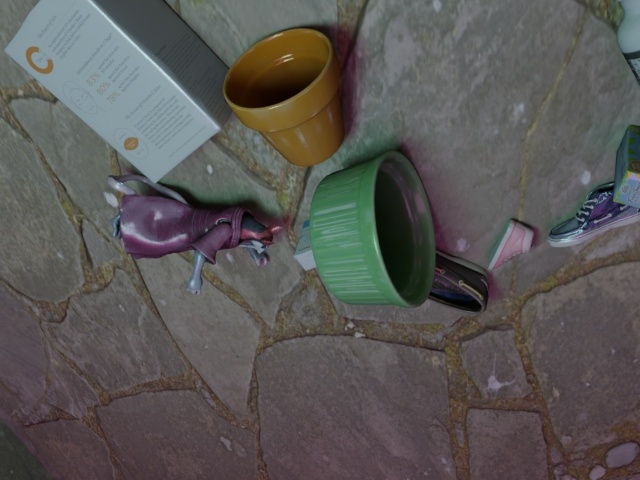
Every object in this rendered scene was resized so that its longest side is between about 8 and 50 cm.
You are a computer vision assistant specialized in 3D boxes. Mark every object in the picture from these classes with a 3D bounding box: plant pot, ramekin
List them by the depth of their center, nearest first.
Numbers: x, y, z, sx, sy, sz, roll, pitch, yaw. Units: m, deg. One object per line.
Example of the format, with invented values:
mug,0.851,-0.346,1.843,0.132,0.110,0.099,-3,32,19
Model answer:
plant pot,-0.044,-0.243,1.041,0.205,0.205,0.188,-8,143,20
ramekin,0.105,-0.013,1.127,0.148,0.303,0.303,-9,127,30

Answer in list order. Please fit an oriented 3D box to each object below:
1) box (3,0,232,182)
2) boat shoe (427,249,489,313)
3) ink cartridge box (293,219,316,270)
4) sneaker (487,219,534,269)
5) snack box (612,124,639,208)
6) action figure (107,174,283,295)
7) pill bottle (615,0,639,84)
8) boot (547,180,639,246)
box,-0.348,-0.315,1.057,0.215,0.168,0.345,-29,119,33
boat shoe,0.230,0.078,1.300,0.324,0.097,0.117,20,132,-4
ink cartridge box,0.000,0.000,1.272,0.088,0.122,0.052,-20,122,28
sneaker,0.415,0.021,1.236,0.070,0.051,0.134,20,128,3
snack box,0.618,-0.108,0.968,0.207,0.174,0.070,16,132,16
action figure,-0.259,-0.036,1.299,0.369,0.248,0.276,-3,102,17
pill bottle,0.562,-0.275,0.809,0.210,0.210,0.363,-30,103,32
boot,0.538,-0.058,1.138,0.189,0.069,0.086,-24,114,21
